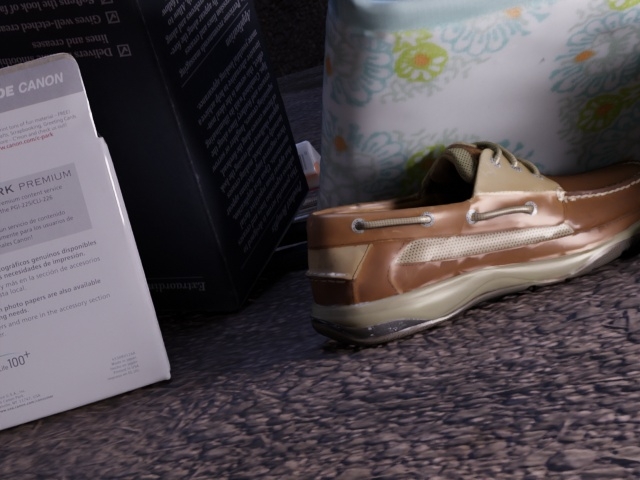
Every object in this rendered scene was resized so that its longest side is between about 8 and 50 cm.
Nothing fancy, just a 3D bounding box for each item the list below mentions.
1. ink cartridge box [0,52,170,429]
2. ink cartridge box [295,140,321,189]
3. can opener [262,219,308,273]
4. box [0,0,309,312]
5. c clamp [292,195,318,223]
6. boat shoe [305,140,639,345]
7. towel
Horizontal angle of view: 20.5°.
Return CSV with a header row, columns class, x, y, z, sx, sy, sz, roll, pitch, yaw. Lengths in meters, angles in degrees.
class,x,y,z,sx,sy,sz,roll,pitch,yaw
ink cartridge box,-0.306,0.016,1.400,0.309,0.272,0.130,-16,10,-10
ink cartridge box,-0.058,-0.053,2.044,0.145,0.045,0.179,-17,-18,9
can opener,0.000,0.000,1.719,0.186,0.073,0.059,-17,49,5
box,-0.219,-0.146,1.627,0.293,0.395,0.212,-2,32,24
c clamp,-0.034,-0.036,2.012,0.160,0.022,0.137,-14,10,5
boat shoe,0.131,-0.019,1.408,0.324,0.120,0.122,-20,11,-27
towel,0.183,-0.128,1.467,0.374,0.320,0.090,-10,50,-10
